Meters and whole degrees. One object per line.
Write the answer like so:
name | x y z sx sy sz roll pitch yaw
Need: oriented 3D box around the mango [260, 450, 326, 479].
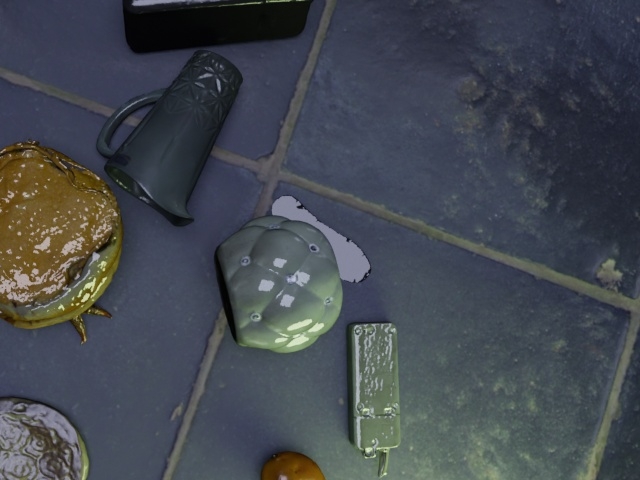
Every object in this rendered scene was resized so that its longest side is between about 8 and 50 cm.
mango | -0.042 0.449 1.500 0.105 0.084 0.159 -46 115 -27

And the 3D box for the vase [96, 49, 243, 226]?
vase | -0.264 -0.199 1.489 0.251 0.156 0.300 23 74 17

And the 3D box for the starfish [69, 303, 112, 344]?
starfish | -0.445 0.123 1.466 0.130 0.041 0.133 -18 89 -11

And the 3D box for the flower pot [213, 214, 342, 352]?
flower pot | -0.074 0.076 1.445 0.195 0.246 0.246 -14 88 -12

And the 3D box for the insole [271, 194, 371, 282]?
insole | 0.000 0.000 1.584 0.232 0.003 0.080 40 79 -5

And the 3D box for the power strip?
power strip | 0.100 0.297 1.552 0.093 0.053 0.287 0 85 -12

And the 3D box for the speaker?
speaker | -0.173 -0.476 1.511 0.389 0.180 0.184 -10 80 -13

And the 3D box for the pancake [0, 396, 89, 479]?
pancake | -0.527 0.393 1.431 0.250 0.031 0.250 1 85 -10

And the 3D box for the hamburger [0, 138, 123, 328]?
hamburger | -0.480 -0.006 1.399 0.319 0.158 0.318 1 79 -3
